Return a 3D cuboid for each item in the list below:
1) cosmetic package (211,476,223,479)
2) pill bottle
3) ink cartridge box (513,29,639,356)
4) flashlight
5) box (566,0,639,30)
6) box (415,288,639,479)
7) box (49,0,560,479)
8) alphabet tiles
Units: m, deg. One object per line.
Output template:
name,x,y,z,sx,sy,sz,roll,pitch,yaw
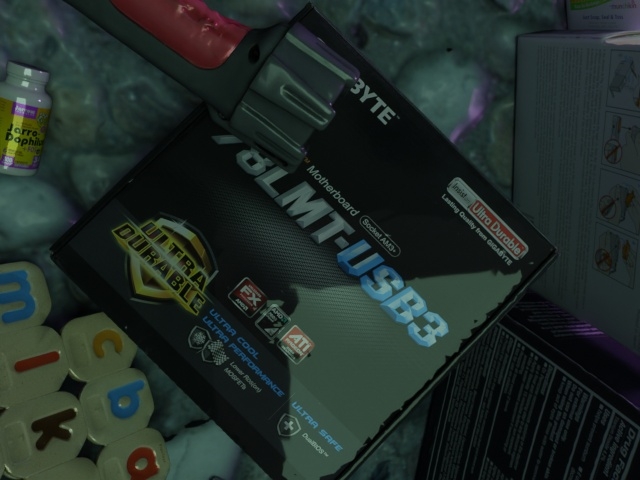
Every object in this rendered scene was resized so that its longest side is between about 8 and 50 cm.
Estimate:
cosmetic package,-0.085,0.425,0.667,0.224,0.138,0.225,35,95,-26
pill bottle,-0.237,-0.095,0.479,0.043,0.043,0.083,13,104,-23
ink cartridge box,0.271,-0.051,0.571,0.060,0.239,0.275,-12,112,-16
flashlight,-0.113,-0.176,0.415,0.304,0.103,0.103,34,85,-6
box,0.330,-0.200,0.615,0.114,0.103,0.203,-20,114,-12
box,0.265,0.232,0.638,0.182,0.294,0.297,2,108,-20
box,-0.009,0.011,0.510,0.293,0.073,0.295,-44,91,-3
alphabet tiles,-0.249,0.161,0.468,0.277,0.021,0.284,-13,84,-52
